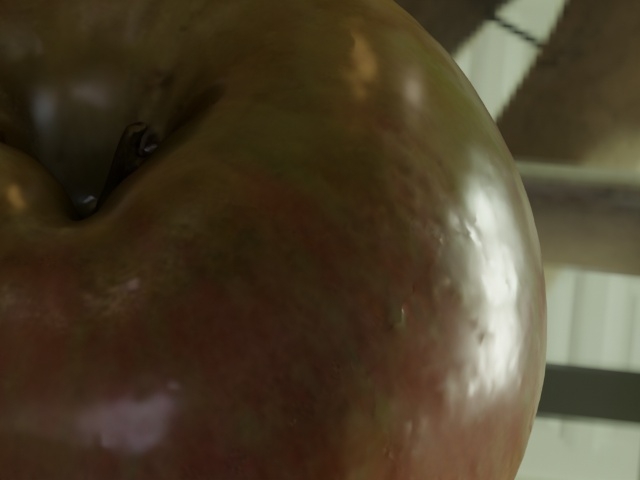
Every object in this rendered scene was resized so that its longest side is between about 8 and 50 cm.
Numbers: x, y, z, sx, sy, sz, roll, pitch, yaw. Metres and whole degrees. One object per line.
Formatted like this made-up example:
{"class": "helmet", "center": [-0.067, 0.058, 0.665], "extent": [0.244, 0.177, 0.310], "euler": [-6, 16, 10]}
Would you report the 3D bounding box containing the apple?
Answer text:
{"class": "apple", "center": [-0.047, 0.029, 0.448], "extent": [0.209, 0.209, 0.164], "euler": [-71, 160, -44]}
